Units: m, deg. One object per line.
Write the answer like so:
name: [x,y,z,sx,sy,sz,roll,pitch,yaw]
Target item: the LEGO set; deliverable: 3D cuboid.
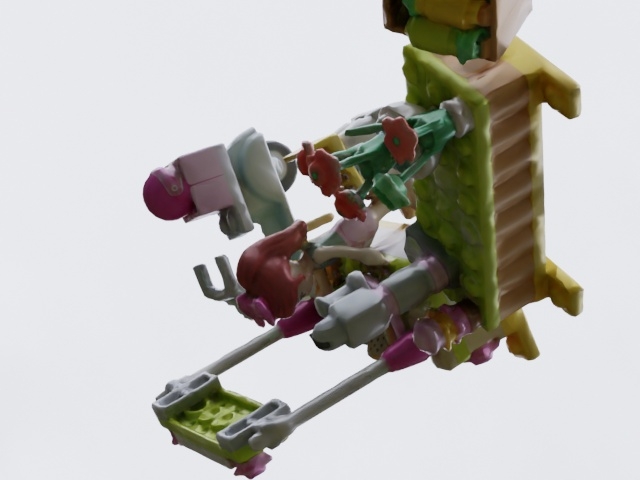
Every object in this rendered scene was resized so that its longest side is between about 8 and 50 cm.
LEGO set: [0.000,0.000,0.616,0.132,0.107,0.287,59,-20,5]
